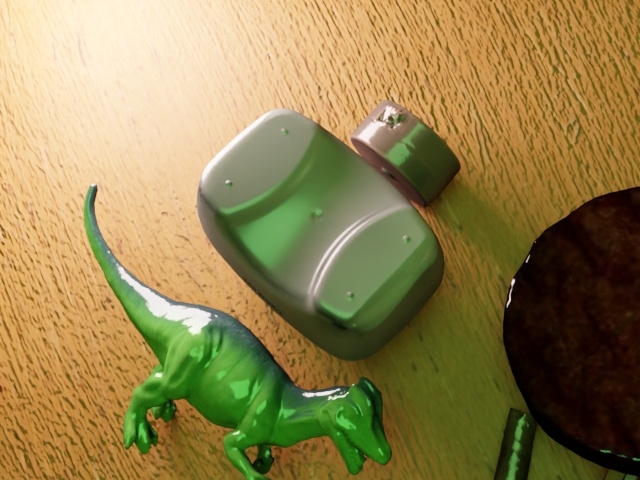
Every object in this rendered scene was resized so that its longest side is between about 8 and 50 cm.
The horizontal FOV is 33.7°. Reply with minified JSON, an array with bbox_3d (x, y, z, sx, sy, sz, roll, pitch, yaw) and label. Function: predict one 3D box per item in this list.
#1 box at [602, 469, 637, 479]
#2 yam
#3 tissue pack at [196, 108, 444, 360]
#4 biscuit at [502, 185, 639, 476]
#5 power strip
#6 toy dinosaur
[{"bbox_3d":[0.403,0.285,1.378,0.037,0.105,0.105,26,84,20],"label":"box"},{"bbox_3d":[0.246,0.357,1.421,0.046,0.046,0.264,12,79,12],"label":"yam"},{"bbox_3d":[0.000,0.000,1.452,0.333,0.236,0.229,43,79,15],"label":"tissue pack"},{"bbox_3d":[0.440,0.113,1.359,0.407,0.091,0.407,-11,55,16],"label":"biscuit"},{"bbox_3d":[0.118,-0.123,1.489,0.154,0.154,0.078,41,87,15],"label":"power strip"},{"bbox_3d":[-0.139,0.103,1.419,0.374,0.144,0.500,-21,83,27],"label":"toy dinosaur"}]
